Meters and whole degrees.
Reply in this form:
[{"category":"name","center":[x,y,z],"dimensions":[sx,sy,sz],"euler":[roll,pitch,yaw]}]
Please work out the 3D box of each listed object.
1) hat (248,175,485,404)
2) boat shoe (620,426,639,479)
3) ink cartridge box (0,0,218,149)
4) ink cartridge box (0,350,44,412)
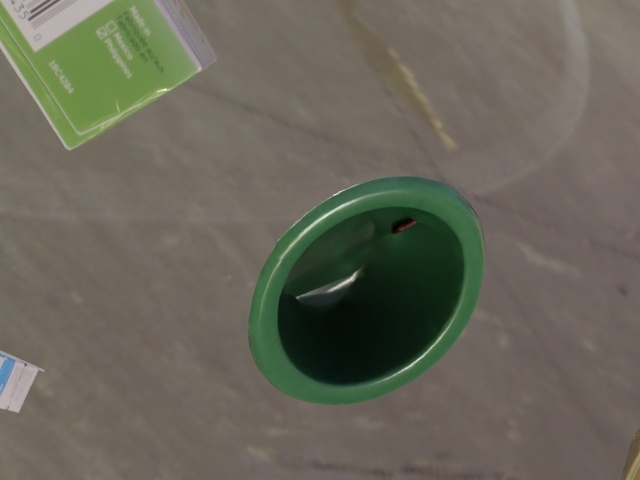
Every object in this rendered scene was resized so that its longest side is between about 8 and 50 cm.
[{"category":"hat","center":[0.000,0.000,1.070],"dimensions":[0.173,0.208,0.183],"euler":[-11,38,-20]},{"category":"boat shoe","center":[0.293,0.214,1.362],"dimensions":[0.045,0.135,0.050],"euler":[14,51,11]},{"category":"ink cartridge box","center":[-0.100,-0.109,0.670],"dimensions":[0.109,0.062,0.209],"euler":[58,4,-8]},{"category":"ink cartridge box","center":[-0.182,0.069,0.808],"dimensions":[0.048,0.028,0.083],"euler":[23,-7,8]}]
